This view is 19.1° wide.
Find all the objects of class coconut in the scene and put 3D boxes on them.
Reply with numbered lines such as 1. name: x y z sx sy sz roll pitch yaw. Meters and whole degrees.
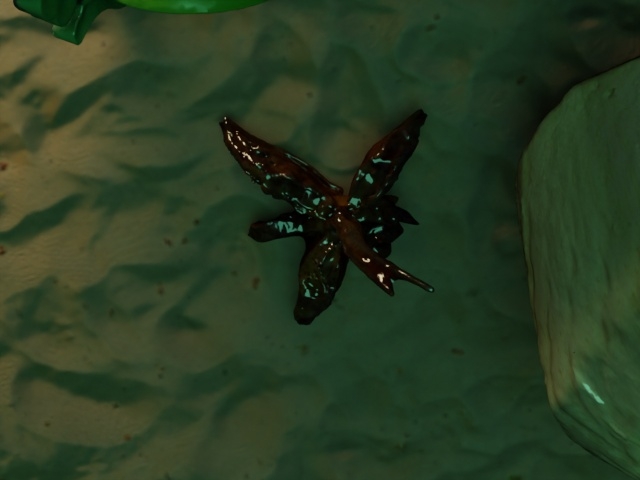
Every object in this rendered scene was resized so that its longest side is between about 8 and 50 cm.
1. coconut: 0.265 -0.003 1.188 0.329 0.329 0.329 0 107 1

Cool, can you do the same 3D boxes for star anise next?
1. star anise: 0.008 -0.006 1.254 0.140 0.144 0.158 -9 107 12

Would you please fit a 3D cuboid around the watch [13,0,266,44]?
1. watch: -0.096 -0.185 1.187 0.152 0.165 0.131 13 119 16
